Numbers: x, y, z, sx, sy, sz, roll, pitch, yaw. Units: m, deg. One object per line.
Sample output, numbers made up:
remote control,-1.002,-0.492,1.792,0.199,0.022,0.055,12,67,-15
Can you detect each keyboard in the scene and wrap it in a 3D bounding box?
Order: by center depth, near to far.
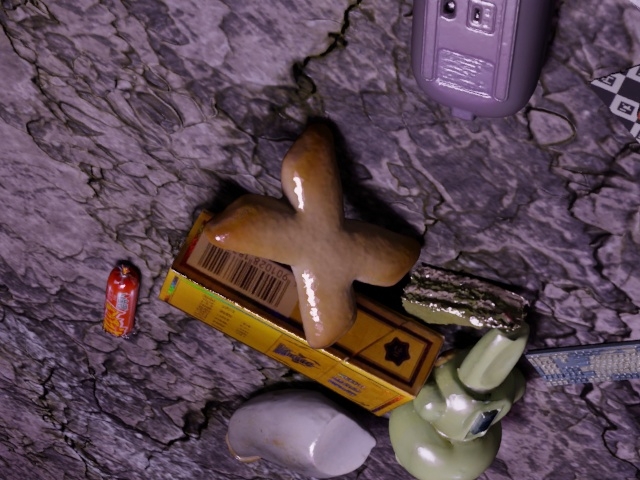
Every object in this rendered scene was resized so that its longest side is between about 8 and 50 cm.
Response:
keyboard,0.306,0.133,1.707,0.176,0.014,0.055,-10,130,44

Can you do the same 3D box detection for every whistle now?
whistle,0.158,0.169,1.793,0.141,0.141,0.294,21,129,8

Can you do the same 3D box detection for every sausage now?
sausage,-0.250,0.072,1.993,0.050,0.048,0.145,58,155,22

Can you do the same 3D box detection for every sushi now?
sushi,0.305,-0.102,1.347,0.120,0.026,0.126,42,146,-25

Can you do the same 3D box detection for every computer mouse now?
computer mouse,0.133,-0.193,1.311,0.120,0.057,0.232,17,145,15

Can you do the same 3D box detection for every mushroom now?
mushroom,-0.050,0.247,2.064,0.270,0.103,0.118,-2,136,53

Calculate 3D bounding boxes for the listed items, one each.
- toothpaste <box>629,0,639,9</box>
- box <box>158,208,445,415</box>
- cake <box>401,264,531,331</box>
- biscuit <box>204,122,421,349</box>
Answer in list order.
toothpaste,0.275,-0.193,1.216,0.196,0.047,0.040,34,151,-11
box,-0.027,0.086,1.770,0.301,0.084,0.193,28,166,-3
cake,0.152,0.062,1.674,0.140,0.051,0.055,4,145,36
biscuit,-0.001,0.001,1.606,0.208,0.164,0.047,49,173,-34
